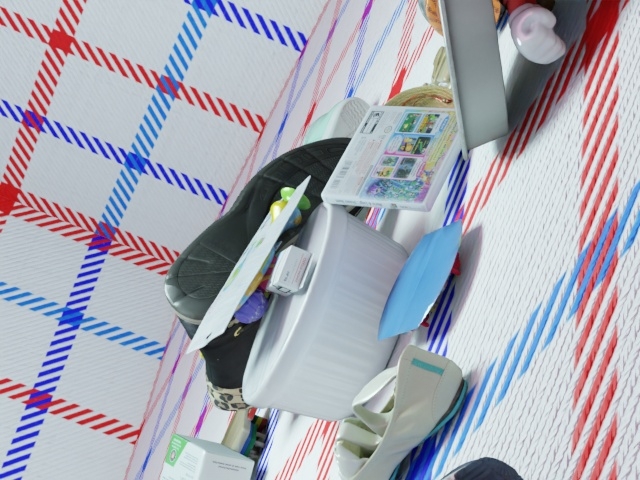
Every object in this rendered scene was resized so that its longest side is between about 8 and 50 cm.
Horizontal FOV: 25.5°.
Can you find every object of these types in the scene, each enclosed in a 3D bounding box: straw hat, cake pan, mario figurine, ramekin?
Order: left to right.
[{"bbox_3d":[0.013,0.096,1.726,0.273,0.127,0.273,-158,90,-82],"label":"ramekin"},{"bbox_3d":[0.129,-0.120,1.750,0.061,0.144,0.144,63,-145,-47],"label":"straw hat"},{"bbox_3d":[0.155,-0.233,1.499,0.293,0.054,0.293,-8,-90,-84],"label":"cake pan"},{"bbox_3d":[0.251,-0.283,1.407,0.320,0.170,0.198,-58,-45,-84],"label":"mario figurine"}]

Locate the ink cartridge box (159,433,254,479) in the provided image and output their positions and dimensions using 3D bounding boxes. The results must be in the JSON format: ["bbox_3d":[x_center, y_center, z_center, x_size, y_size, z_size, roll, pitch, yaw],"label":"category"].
[{"bbox_3d":[-0.187,0.407,2.103,0.153,0.087,0.208,9,83,65],"label":"ink cartridge box"}]

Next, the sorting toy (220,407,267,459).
[{"bbox_3d":[-0.120,0.316,2.219,0.132,0.046,0.274,-91,24,-67],"label":"sorting toy"}]

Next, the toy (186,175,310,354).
[{"bbox_3d":[-0.072,0.041,1.751,0.237,0.056,0.137,-64,14,-25],"label":"toy"}]

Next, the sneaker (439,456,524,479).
[{"bbox_3d":[0.067,0.281,1.051,0.122,0.110,0.283,-105,38,-80],"label":"sneaker"}]

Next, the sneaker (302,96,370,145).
[{"bbox_3d":[-0.005,-0.118,2.421,0.256,0.094,0.151,-60,13,-16],"label":"sneaker"}]

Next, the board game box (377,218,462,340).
[{"bbox_3d":[0.120,0.050,1.525,0.133,0.033,0.169,-65,13,-18],"label":"board game box"}]

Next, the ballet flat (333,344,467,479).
[{"bbox_3d":[0.059,0.186,1.391,0.086,0.086,0.248,-77,13,-46],"label":"ballet flat"}]

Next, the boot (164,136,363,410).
[{"bbox_3d":[-0.049,0.052,1.982,0.377,0.138,0.284,-45,-31,-28],"label":"boot"}]

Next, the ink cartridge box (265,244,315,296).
[{"bbox_3d":[-0.035,0.035,1.655,0.083,0.028,0.048,148,143,-72],"label":"ink cartridge box"}]

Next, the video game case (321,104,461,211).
[{"bbox_3d":[0.094,-0.100,1.683,0.157,0.143,0.019,-61,-38,-32],"label":"video game case"}]

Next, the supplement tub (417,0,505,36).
[{"bbox_3d":[0.181,-0.334,1.800,0.190,0.117,0.117,-82,17,-55],"label":"supplement tub"}]

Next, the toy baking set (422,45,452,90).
[{"bbox_3d":[0.145,-0.168,1.914,0.197,0.030,0.256,-80,15,-63],"label":"toy baking set"}]

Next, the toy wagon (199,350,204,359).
[{"bbox_3d":[-0.119,0.095,2.268,0.344,0.068,0.267,-62,-29,-67],"label":"toy wagon"}]
